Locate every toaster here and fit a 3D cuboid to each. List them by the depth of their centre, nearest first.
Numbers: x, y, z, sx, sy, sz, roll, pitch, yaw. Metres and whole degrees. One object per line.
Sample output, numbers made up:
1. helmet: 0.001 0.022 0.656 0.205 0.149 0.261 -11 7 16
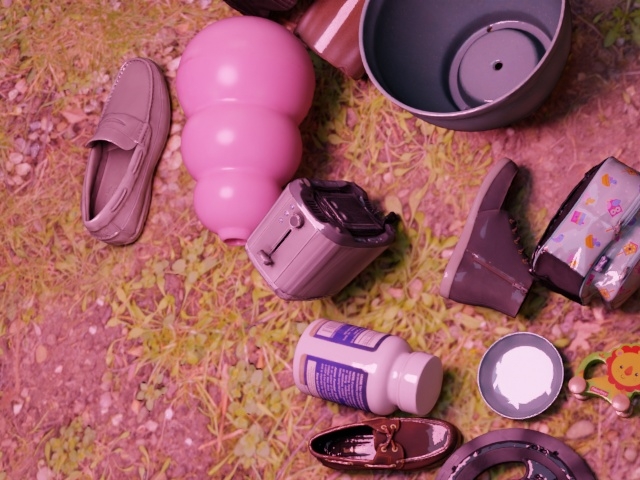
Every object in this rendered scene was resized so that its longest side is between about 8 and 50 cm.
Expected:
1. toaster: 0.000 0.000 1.931 0.146 0.227 0.129 -46 68 24

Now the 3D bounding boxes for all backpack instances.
1. backpack: 0.371 -0.008 1.768 0.144 0.166 0.188 27 88 19

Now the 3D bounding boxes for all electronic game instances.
1. electronic game: 0.250 0.355 1.762 0.229 0.048 0.229 -7 67 15

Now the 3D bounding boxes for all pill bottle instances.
1. pill bottle: 0.067 0.179 1.878 0.187 0.112 0.112 13 78 29

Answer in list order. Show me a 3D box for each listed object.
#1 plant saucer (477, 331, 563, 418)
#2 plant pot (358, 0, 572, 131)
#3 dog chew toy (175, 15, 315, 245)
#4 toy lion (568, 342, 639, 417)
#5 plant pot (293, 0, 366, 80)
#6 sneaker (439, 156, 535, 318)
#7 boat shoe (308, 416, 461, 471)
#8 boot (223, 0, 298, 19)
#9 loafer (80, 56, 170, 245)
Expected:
1. plant saucer: 0.270 0.183 1.830 0.119 0.021 0.119 -9 68 23
2. plant pot: 0.226 -0.273 1.914 0.293 0.196 0.293 -9 68 24
3. dog chew toy: -0.113 -0.155 1.991 0.207 0.206 0.331 -6 70 24
4. toy lion: 0.386 0.174 1.774 0.100 0.034 0.096 21 75 31
5. plant pot: 0.054 -0.342 2.052 0.167 0.167 0.165 43 100 31
6. sneaker: 0.257 -0.001 1.883 0.118 0.083 0.222 21 74 11
7. boat shoe: 0.085 0.278 1.858 0.207 0.073 0.073 -12 66 21
8. boot: -0.028 -0.481 2.055 0.138 0.377 0.284 36 83 -5
9. loafer: -0.316 -0.153 2.184 0.112 0.111 0.319 -3 71 25
